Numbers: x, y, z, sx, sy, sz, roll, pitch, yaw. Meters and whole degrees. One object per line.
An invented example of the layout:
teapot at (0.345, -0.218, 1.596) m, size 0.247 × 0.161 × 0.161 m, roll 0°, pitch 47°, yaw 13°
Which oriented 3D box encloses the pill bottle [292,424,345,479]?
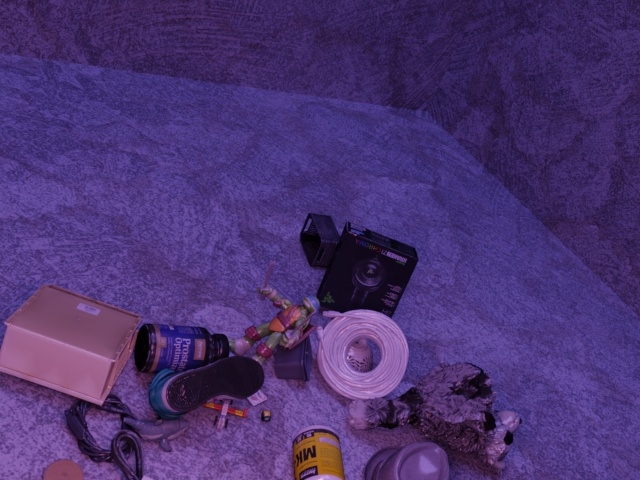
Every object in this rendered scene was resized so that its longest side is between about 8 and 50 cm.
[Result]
pill bottle at (-0.002, 0.550, 1.645) m, size 0.119 × 0.119 × 0.208 m, roll 13°, pitch 32°, yaw -16°

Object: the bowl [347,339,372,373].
bowl at (0.092, 0.324, 2.083) m, size 0.170 × 0.080 × 0.170 m, roll 17°, pitch 31°, yaw -11°

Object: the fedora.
fedora at (0.240, 0.588, 1.742) m, size 0.243 × 0.124 × 0.275 m, roll 40°, pitch 35°, yaw 24°

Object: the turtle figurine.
turtle figurine at (-0.140, 0.214, 1.878) m, size 0.198 × 0.266 × 0.274 m, roll 48°, pitch 1°, yaw 13°

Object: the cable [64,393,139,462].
cable at (-0.484, 0.427, 1.593) m, size 0.184 × 0.047 × 0.150 m, roll 42°, pitch 29°, yaw 23°

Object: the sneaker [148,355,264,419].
sneaker at (-0.293, 0.357, 1.697) m, size 0.295 × 0.178 × 0.124 m, roll -3°, pitch 79°, yaw -46°

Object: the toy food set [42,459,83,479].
toy food set at (-0.538, 0.496, 1.469) m, size 0.082 × 0.020 × 0.083 m, roll 14°, pitch 32°, yaw -16°

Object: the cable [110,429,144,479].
cable at (-0.375, 0.522, 1.458) m, size 0.139 × 0.072 × 0.287 m, roll 9°, pitch 46°, yaw -21°

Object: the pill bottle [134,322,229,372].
pill bottle at (-0.350, 0.277, 1.782) m, size 0.219 × 0.123 × 0.123 m, roll 8°, pitch 35°, yaw -31°

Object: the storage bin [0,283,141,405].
storage bin at (-0.594, 0.236, 1.686) m, size 0.262 × 0.123 × 0.260 m, roll 20°, pitch 18°, yaw -5°

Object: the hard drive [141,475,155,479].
hard drive at (-0.231, 0.630, 1.337) m, size 0.353 × 0.047 × 0.233 m, roll 25°, pitch 48°, yaw -1°

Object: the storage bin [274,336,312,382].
storage bin at (-0.076, 0.334, 1.961) m, size 0.091 × 0.098 × 0.135 m, roll -4°, pitch 32°, yaw 7°

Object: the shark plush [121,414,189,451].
shark plush at (-0.382, 0.418, 1.606) m, size 0.161 × 0.067 × 0.073 m, roll 32°, pitch 21°, yaw -29°

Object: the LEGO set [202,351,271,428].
LEGO set at (-0.234, 0.384, 1.804) m, size 0.182 × 0.060 × 0.244 m, roll -18°, pitch 51°, yaw -42°

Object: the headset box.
headset box at (0.142, 0.120, 2.243) m, size 0.246 × 0.283 × 0.131 m, roll 22°, pitch 16°, yaw -4°

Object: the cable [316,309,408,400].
cable at (0.119, 0.323, 1.979) m, size 0.257 × 0.089 × 0.257 m, roll -3°, pitch 73°, yaw 2°

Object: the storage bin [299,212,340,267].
storage bin at (0.000, 0.000, 2.465) m, size 0.084 × 0.122 × 0.180 m, roll 7°, pitch 35°, yaw -25°

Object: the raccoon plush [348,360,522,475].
raccoon plush at (0.323, 0.504, 1.930) m, size 0.446 × 0.299 × 0.216 m, roll -3°, pitch 39°, yaw 17°
